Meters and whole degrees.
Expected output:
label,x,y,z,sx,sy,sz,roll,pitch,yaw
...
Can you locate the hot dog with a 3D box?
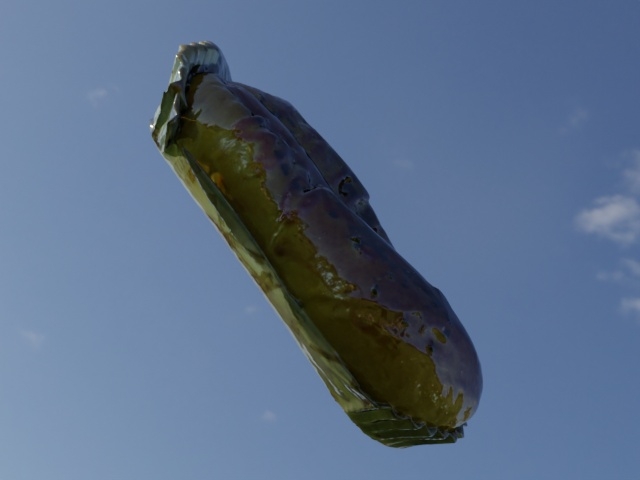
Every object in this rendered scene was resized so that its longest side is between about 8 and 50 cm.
label,x,y,z,sx,sy,sz,roll,pitch,yaw
hot dog,0.000,0.000,0.617,0.270,0.082,0.162,53,8,4
